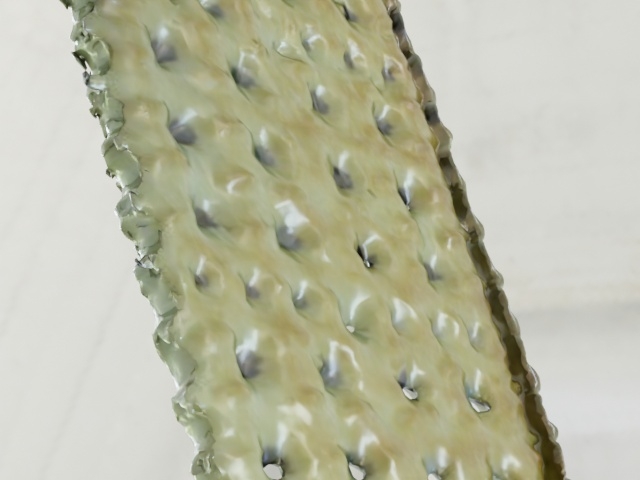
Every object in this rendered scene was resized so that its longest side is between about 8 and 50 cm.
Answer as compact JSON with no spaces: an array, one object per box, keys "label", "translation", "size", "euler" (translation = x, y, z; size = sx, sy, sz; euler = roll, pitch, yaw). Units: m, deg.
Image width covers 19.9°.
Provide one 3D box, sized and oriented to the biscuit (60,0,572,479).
[{"label":"biscuit","translation":[0.001,0.000,0.419],"size":[0.016,0.144,0.203],"euler":[-32,-116,31]}]
